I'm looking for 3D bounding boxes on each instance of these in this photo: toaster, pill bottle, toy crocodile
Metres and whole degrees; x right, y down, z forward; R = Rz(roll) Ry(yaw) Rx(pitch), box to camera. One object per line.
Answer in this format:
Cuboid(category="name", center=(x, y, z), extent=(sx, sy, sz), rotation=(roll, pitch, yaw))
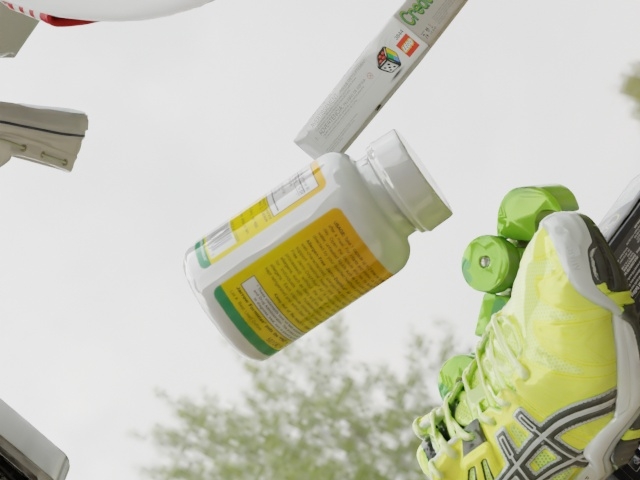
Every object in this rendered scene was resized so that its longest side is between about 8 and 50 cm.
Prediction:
Cuboid(category="toaster", center=(-0.364, 0.256, 1.451), extent=(0.168, 0.186, 0.110), rotation=(-46, 10, 3))
Cuboid(category="pill bottle", center=(0.000, 0.000, 1.170), extent=(0.208, 0.117, 0.117), rotation=(-34, -31, 9))
Cuboid(category="toy crocodile", center=(0.216, 0.101, 1.572), extent=(0.115, 0.105, 0.340), rotation=(11, -91, -48))

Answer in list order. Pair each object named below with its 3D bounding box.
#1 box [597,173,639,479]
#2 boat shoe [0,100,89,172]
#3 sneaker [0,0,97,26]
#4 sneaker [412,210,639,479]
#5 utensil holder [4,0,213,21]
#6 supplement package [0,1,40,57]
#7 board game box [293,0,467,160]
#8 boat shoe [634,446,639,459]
Cuboid(category="box", center=(0.374, 0.135, 1.449), extent=(0.395, 0.318, 0.097), rotation=(-48, 1, -37))
Cuboid(category="boat shoe", center=(-0.334, -0.107, 1.435), extent=(0.226, 0.083, 0.076), rotation=(5, -83, -41))
Cuboid(category="sneaker", center=(-0.198, -0.269, 1.275), extent=(0.221, 0.128, 0.087), rotation=(-51, -14, -21))
Cuboid(category="sneaker", center=(0.158, 0.150, 1.128), extent=(0.147, 0.145, 0.384), rotation=(-3, -55, -11))
Cuboid(category="utensil holder", center=(-0.025, -0.319, 0.540), extent=(0.385, 0.327, 0.327), rotation=(-49, -35, -39))
Cuboid(category="supplement package", center=(-0.410, -0.350, 1.652), extent=(0.204, 0.145, 0.262), rotation=(-10, -27, -49))
Cuboid(category="board game box", center=(0.094, -0.219, 1.505), extent=(0.193, 0.053, 0.305), rotation=(-49, 3, 39))
Cuboid(category="boat shoe", center=(0.391, 0.095, 1.267), extent=(0.340, 0.158, 0.127), rotation=(-50, -16, -36))
